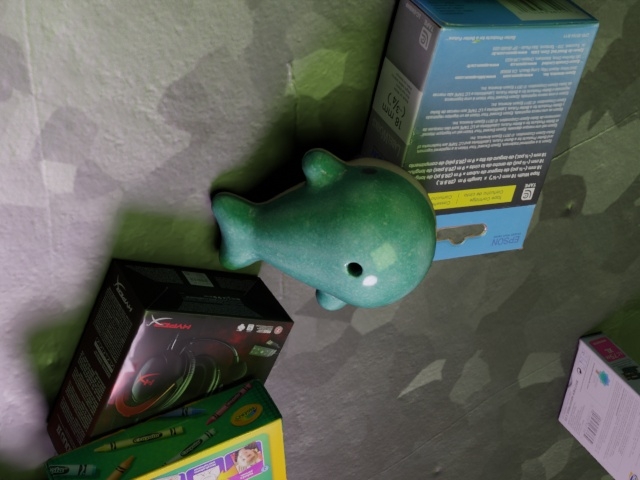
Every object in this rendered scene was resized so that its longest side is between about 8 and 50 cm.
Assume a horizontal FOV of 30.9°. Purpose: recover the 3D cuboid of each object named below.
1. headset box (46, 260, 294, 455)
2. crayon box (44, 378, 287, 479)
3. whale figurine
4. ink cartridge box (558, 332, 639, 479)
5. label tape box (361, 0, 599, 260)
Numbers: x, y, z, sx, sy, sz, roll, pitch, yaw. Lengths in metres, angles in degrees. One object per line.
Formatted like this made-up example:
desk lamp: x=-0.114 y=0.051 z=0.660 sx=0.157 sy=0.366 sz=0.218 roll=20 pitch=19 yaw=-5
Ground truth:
headset box: x=-0.196 y=0.183 z=1.460 sx=0.218 sy=0.110 sz=0.293 roll=9 pitch=117 yaw=-37
crayon box: x=-0.180 y=0.296 z=1.420 sx=0.278 sy=0.081 sz=0.165 roll=-19 pitch=133 yaw=-19
whale figurine: x=0.000 y=0.000 z=1.372 sx=0.272 sy=0.141 sz=0.216 roll=1 pitch=119 yaw=9
ink cartridge box: x=0.515 y=0.314 z=1.872 sx=0.065 sy=0.311 sz=0.186 roll=-12 pitch=128 yaw=-24
label tape box: x=0.184 y=-0.142 z=1.465 sx=0.240 sy=0.106 sz=0.334 roll=-6 pitch=127 yaw=-29
